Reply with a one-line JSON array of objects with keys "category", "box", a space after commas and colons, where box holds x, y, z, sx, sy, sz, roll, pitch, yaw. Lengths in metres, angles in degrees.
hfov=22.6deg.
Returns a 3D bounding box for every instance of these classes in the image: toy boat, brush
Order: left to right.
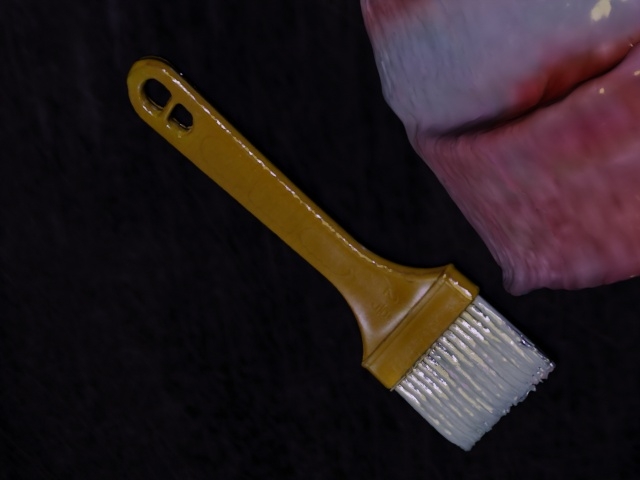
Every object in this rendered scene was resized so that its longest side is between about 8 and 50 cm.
[{"category": "brush", "box": [0.000, 0.000, 0.677, 0.218, 0.010, 0.082, 42, 137, 2]}, {"category": "toy boat", "box": [0.058, -0.127, 0.497, 0.206, 0.096, 0.282, -9, 109, 55]}]
